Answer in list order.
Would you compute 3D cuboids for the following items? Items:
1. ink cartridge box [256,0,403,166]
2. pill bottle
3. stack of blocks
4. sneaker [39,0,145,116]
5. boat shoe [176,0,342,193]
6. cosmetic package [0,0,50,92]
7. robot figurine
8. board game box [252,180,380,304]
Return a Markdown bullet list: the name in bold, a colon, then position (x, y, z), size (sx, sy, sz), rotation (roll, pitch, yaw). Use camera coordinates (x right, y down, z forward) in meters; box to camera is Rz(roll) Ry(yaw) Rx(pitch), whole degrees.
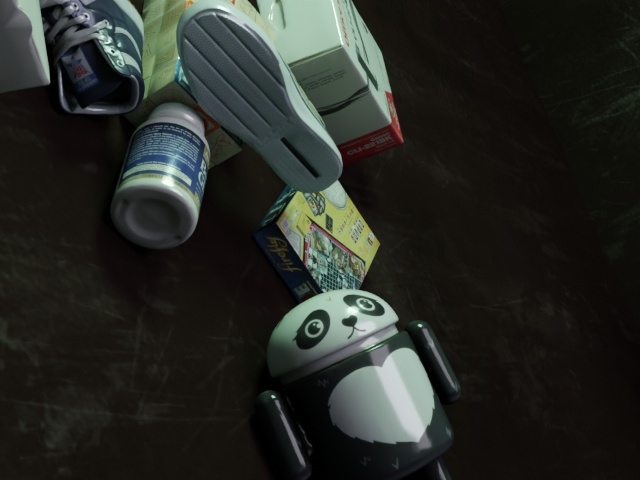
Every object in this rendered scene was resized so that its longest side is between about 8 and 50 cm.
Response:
- **ink cartridge box**: position (0.015, -0.270, 1.755), size (0.273, 0.114, 0.197), rotation (48, 26, -55)
- **pill bottle**: position (-0.173, -0.078, 1.298), size (0.094, 0.094, 0.169), rotation (46, 30, -31)
- **stack of blocks**: position (-0.148, -0.219, 1.491), size (0.171, 0.087, 0.297), rotation (44, 31, -33)
- **sneaker**: position (-0.285, -0.241, 1.244), size (0.282, 0.099, 0.153), rotation (39, 32, -46)
- **boat shoe**: position (-0.077, -0.174, 1.386), size (0.302, 0.109, 0.094), rotation (53, 11, -41)
- **cosmetic package**: position (-0.352, -0.324, 1.050), size (0.197, 0.155, 0.365), rotation (89, -10, -61)
- **robot figurine**: position (0.050, 0.192, 1.359), size (0.278, 0.173, 0.209), rotation (65, 23, 4)
- **board game box**: position (0.000, 0.000, 1.609), size (0.165, 0.042, 0.243), rotation (56, 26, -13)
